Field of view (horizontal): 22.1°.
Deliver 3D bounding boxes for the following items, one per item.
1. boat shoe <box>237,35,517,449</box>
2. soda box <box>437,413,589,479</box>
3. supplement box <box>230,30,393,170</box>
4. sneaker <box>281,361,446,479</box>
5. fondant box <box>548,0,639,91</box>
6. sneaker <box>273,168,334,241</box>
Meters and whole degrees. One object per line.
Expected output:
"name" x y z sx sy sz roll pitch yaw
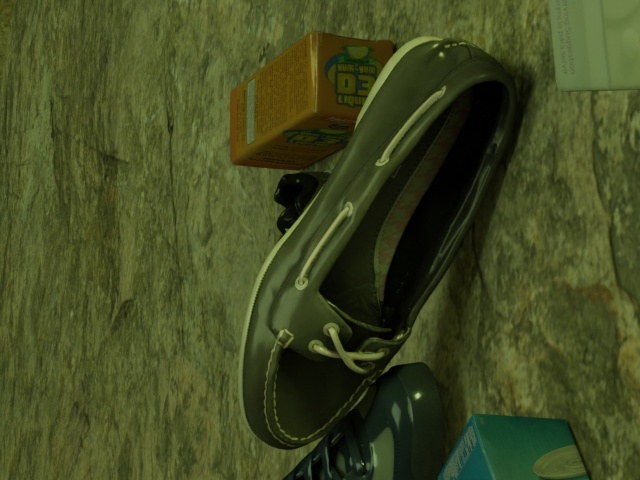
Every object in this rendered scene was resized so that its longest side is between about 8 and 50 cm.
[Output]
"boat shoe" 0.039 0.009 1.189 0.335 0.112 0.095 -65 30 5
"soda box" 0.139 0.206 1.002 0.210 0.071 0.067 -106 30 -44
"supplement box" -0.013 -0.122 1.475 0.233 0.078 0.080 153 119 -67
"sneaker" -0.001 0.218 1.289 0.112 0.131 0.319 -107 30 -47
"fondant box" 0.218 -0.188 0.671 0.330 0.096 0.238 5 104 60
"sneaker" 0.000 0.000 1.415 0.170 0.074 0.063 -106 29 -43
